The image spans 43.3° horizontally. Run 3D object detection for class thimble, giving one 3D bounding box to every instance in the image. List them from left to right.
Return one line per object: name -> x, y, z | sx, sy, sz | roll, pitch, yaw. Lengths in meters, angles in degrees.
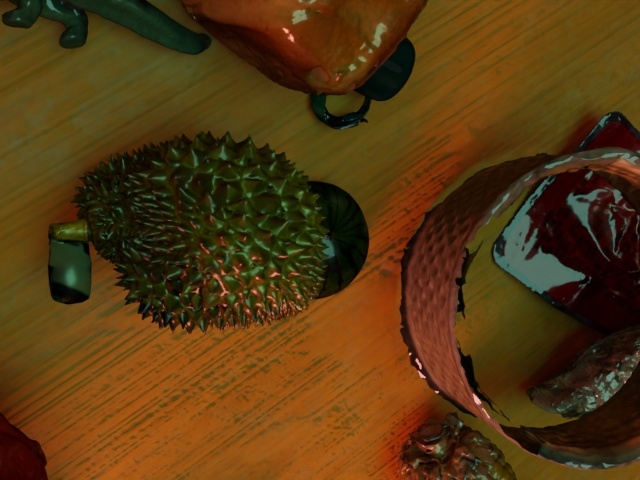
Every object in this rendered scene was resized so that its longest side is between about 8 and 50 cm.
thimble -> 0.213, 0.056, 0.709 | 0.270, 0.150, 0.271 | 0, 92, -8

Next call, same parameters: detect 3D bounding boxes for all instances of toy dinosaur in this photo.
toy dinosaur -> -0.210, -0.170, 0.549 | 0.292, 0.079, 0.120 | 25, 68, -24

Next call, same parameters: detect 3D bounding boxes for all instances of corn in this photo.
corn -> 0.170, 0.307, 0.801 | 0.115, 0.115, 0.318 | -35, 113, -14

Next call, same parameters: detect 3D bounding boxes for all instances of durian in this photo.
durian -> -0.086, -0.011, 0.601 | 0.159, 0.198, 0.146 | 1, 102, -68

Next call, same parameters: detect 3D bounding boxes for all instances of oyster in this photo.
oyster -> 0.311, 0.143, 0.837 | 0.177, 0.064, 0.125 | -32, 117, 14

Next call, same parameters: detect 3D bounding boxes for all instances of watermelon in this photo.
watermelon -> 0.000, 0.000, 0.691 | 0.105, 0.062, 0.106 | -1, 92, -25

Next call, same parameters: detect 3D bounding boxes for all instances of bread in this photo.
bread -> 0.031, -0.251, 0.601 | 0.294, 0.167, 0.132 | -49, 138, -9

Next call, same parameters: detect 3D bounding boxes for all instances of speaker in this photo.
speaker -> 0.029, -0.144, 0.686 | 0.075, 0.060, 0.094 | 24, 126, -26

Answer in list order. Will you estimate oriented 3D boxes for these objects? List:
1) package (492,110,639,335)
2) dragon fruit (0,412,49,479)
package -> 0.326, 0.018, 0.833 | 0.269, 0.071, 0.194 | 39, 84, -25
dragon fruit -> -0.282, 0.202, 0.516 | 0.252, 0.241, 0.241 | 45, 81, -7
